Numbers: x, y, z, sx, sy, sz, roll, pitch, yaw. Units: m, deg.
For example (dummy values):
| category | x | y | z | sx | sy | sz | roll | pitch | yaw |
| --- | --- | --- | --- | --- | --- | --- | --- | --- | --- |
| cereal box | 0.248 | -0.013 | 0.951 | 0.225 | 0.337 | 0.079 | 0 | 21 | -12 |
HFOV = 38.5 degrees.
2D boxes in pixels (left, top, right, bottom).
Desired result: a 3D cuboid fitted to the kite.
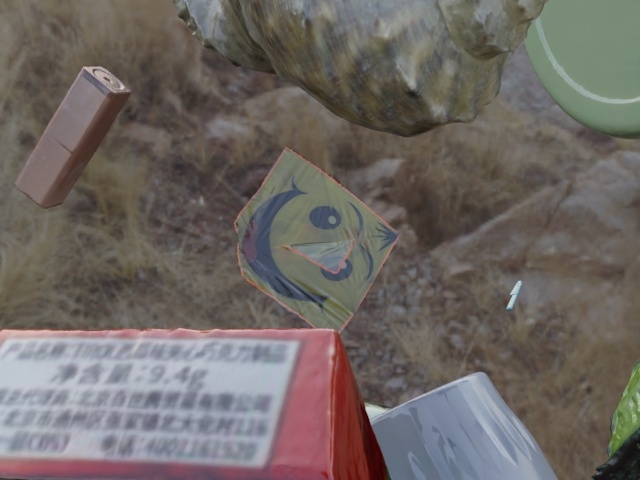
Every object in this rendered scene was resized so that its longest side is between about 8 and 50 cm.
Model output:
| category | x | y | z | sx | sy | sz | roll | pitch | yaw |
| --- | --- | --- | --- | --- | --- | --- | --- | --- | --- |
| kite | 0.001 | -0.001 | 1.667 | 0.327 | 0.013 | 0.378 | -4 | 71 | -22 |

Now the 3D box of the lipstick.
| category | x | y | z | sx | sy | sz | roll | pitch | yaw |
| --- | --- | --- | --- | --- | --- | --- | --- | --- | --- |
| lipstick | -0.247 | -0.102 | 0.915 | 0.045 | 0.145 | 0.045 | 38 | 19 | 4 |

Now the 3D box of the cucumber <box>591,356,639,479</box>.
| category | x | y | z | sx | sy | sz | roll | pitch | yaw |
| --- | --- | --- | --- | --- | --- | --- | --- | --- | --- |
| cucumber | 0.234 | 0.064 | 0.548 | 0.046 | 0.220 | 0.070 | 21 | 36 | -16 |

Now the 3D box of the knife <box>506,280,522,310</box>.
| category | x | y | z | sx | sy | sz | roll | pitch | yaw |
| --- | --- | --- | --- | --- | --- | --- | --- | --- | --- |
| knife | 0.324 | 0.091 | 1.533 | 0.014 | 0.005 | 0.091 | -11 | 23 | 32 |

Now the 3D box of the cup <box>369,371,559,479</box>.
| category | x | y | z | sx | sy | sz | roll | pitch | yaw |
| --- | --- | --- | --- | --- | --- | --- | --- | --- | --- |
| cup | 0.173 | 0.357 | 1.024 | 0.253 | 0.253 | 0.372 | -19 | 74 | -23 |

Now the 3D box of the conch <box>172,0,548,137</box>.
| category | x | y | z | sx | sy | sz | roll | pitch | yaw |
| --- | --- | --- | --- | --- | --- | --- | --- | --- | --- |
| conch | 0.016 | -0.109 | 0.428 | 0.207 | 0.130 | 0.155 | 5 | -7 | 39 |

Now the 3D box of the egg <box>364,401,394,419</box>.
| category | x | y | z | sx | sy | sz | roll | pitch | yaw |
| --- | --- | --- | --- | --- | --- | --- | --- | --- | --- |
| egg | 0.111 | 0.380 | 1.637 | 0.169 | 0.169 | 0.231 | -28 | 51 | -33 |

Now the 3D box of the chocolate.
| category | x | y | z | sx | sy | sz | roll | pitch | yaw |
| --- | --- | --- | --- | --- | --- | --- | --- | --- | --- |
| chocolate | -0.107 | 0.220 | 0.788 | 0.360 | 0.341 | 0.162 | -2 | 50 | 15 |

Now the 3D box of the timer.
| category | x | y | z | sx | sy | sz | roll | pitch | yaw |
| --- | --- | --- | --- | --- | --- | --- | --- | --- | --- |
| timer | 0.393 | -0.246 | 0.859 | 0.315 | 0.291 | 0.291 | -6 | 32 | -28 |
